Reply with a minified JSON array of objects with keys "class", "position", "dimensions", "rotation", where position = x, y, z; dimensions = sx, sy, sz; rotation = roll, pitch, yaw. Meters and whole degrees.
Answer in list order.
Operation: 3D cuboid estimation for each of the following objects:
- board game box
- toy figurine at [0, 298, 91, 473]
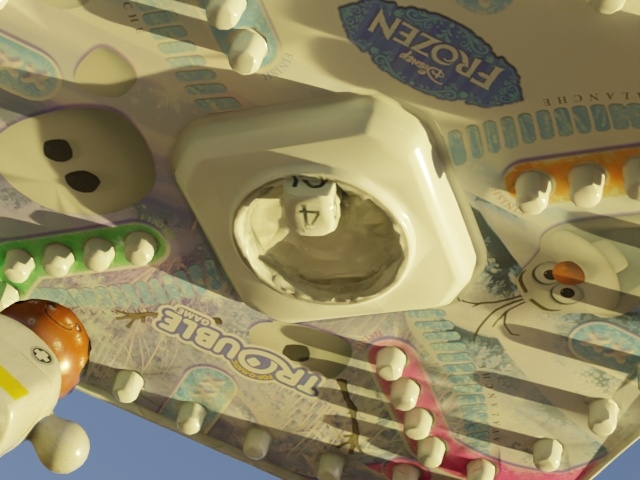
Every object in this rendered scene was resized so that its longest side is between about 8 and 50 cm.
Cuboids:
[{"class":"board game box","position":[0.000,0.000,0.613],"dimensions":[0.390,0.050,0.390],"rotation":[25,-45,-10]},{"class":"toy figurine","position":[-0.190,0.124,0.613],"dimensions":[0.213,0.148,0.210],"rotation":[-7,-83,15]}]
